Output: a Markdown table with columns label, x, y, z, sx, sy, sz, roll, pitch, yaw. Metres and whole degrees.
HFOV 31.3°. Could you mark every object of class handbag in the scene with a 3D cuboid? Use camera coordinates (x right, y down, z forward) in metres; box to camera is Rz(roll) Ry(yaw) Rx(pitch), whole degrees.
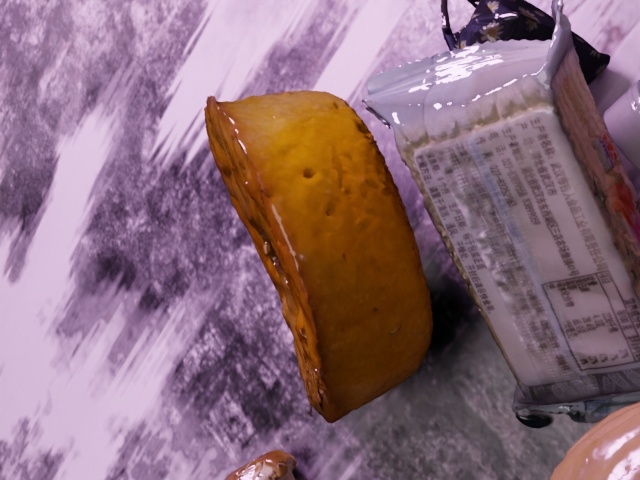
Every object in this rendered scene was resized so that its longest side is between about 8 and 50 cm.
| label | x | y | z | sx | sy | sz | roll | pitch | yaw |
| --- | --- | --- | --- | --- | --- | --- | --- | --- | --- |
| handbag | 0.138 | -0.159 | 0.881 | 0.072 | 0.115 | 0.139 | -57 | 39 | 24 |

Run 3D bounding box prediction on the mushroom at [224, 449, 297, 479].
| label | x | y | z | sx | sy | sz | roll | pitch | yaw |
| --- | --- | --- | --- | --- | --- | --- | --- | --- | --- |
| mushroom | -0.011 | 0.281 | 1.018 | 0.084 | 0.071 | 0.209 | -39 | 64 | -3 |

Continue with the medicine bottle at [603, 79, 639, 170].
| label | x | y | z | sx | sy | sz | roll | pitch | yaw |
| --- | --- | --- | --- | --- | --- | --- | --- | --- | --- |
| medicine bottle | 0.263 | -0.105 | 0.777 | 0.130 | 0.080 | 0.080 | -44 | 63 | 35 |

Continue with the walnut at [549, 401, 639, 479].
| label | x | y | z | sx | sy | sz | roll | pitch | yaw |
| --- | --- | --- | --- | --- | --- | --- | --- | --- | --- |
| walnut | 0.224 | 0.216 | 0.676 | 0.225 | 0.225 | 0.261 | 26 | 105 | 38 |

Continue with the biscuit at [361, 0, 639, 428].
| label | x | y | z | sx | sy | sz | roll | pitch | yaw |
| --- | --- | --- | --- | --- | --- | --- | --- | --- | --- |
| biscuit | 0.157 | 0.000 | 0.810 | 0.186 | 0.079 | 0.309 | -18 | 108 | 41 |

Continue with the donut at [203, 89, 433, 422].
| label | x | y | z | sx | sy | sz | roll | pitch | yaw |
| --- | --- | --- | --- | --- | --- | --- | --- | --- | --- |
| donut | 0.001 | 0.003 | 0.915 | 0.277 | 0.108 | 0.278 | 160 | 90 | -81 |
